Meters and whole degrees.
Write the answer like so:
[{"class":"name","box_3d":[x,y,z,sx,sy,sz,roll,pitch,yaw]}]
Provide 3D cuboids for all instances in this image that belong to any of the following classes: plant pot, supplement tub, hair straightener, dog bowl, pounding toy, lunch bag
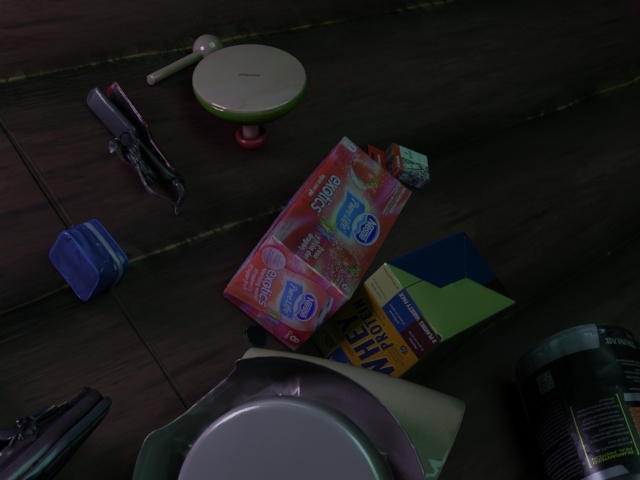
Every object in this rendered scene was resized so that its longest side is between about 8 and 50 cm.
[{"class":"plant pot","box_3d":[0.004,0.252,1.374,0.274,0.257,0.256,28,40,6]},{"class":"supplement tub","box_3d":[0.438,0.316,1.673,0.207,0.207,0.338,13,49,-31]},{"class":"hair straightener","box_3d":[-0.277,-0.130,1.607,0.089,0.047,0.230,-24,78,-47]},{"class":"dog bowl","box_3d":[-0.037,0.302,1.218,0.349,0.348,0.102,56,12,15]},{"class":"pounding toy","box_3d":[-0.137,-0.231,1.778,0.236,0.110,0.183,22,48,21]},{"class":"lunch bag","box_3d":[-0.302,0.021,1.430,0.098,0.067,0.065,51,40,11]}]

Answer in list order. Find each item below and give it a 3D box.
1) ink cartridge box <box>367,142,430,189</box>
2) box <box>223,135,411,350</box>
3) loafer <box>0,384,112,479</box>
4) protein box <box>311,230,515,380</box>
[{"class":"ink cartridge box","box_3d":[0.141,-0.140,1.958,0.115,0.029,0.063,20,46,-26]},{"class":"box","box_3d":[0.000,0.000,1.631,0.142,0.154,0.300,40,39,-5]},{"class":"loafer","box_3d":[-0.345,0.244,1.179,0.095,0.109,0.302,40,43,2]},{"class":"protein box","box_3d":[0.134,0.115,1.601,0.199,0.201,0.136,-20,70,-47]}]
